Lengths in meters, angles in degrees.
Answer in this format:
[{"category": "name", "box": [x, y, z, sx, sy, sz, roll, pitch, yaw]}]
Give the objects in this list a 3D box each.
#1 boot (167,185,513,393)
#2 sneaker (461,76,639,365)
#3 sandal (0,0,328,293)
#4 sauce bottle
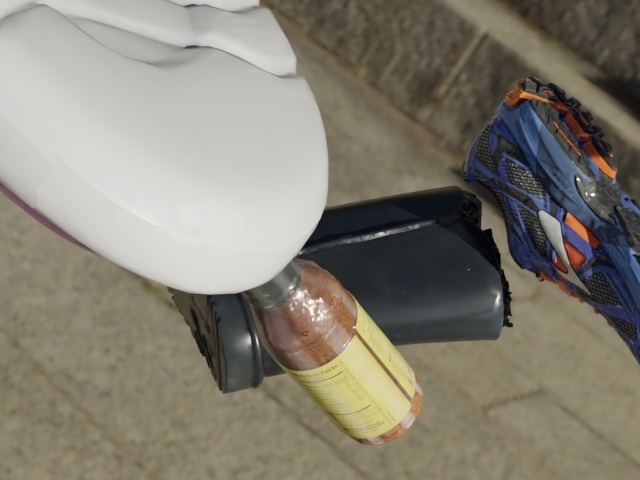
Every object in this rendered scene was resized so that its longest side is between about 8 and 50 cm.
[{"category": "boot", "box": [0.000, 0.000, 1.153, 0.207, 0.094, 0.246, -11, 38, -17]}, {"category": "sneaker", "box": [0.171, 0.004, 1.072, 0.083, 0.087, 0.221, -10, 65, -53]}, {"category": "sandal", "box": [-0.153, -0.116, 0.485, 0.416, 0.102, 0.169, 47, 27, 22]}, {"category": "sauce bottle", "box": [-0.001, 0.035, 0.664, 0.128, 0.042, 0.042, 53, 0, -43]}]
